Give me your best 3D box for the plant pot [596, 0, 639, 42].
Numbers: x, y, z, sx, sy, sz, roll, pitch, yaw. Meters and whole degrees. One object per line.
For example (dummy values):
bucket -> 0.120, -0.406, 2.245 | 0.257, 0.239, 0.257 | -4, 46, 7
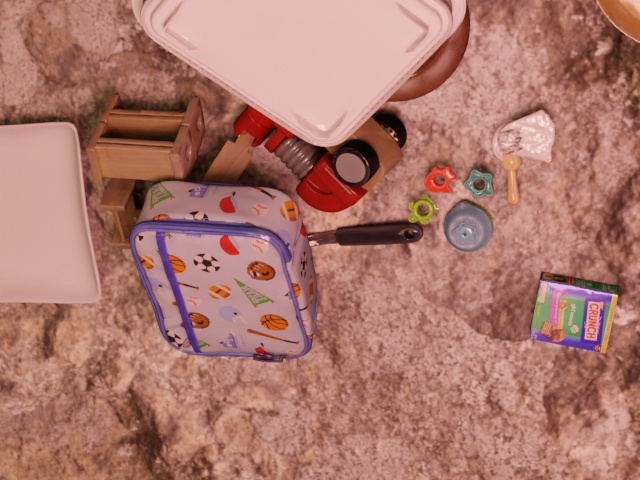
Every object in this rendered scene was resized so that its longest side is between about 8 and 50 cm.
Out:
plant pot -> 0.450, -0.353, 1.705 | 0.236, 0.032, 0.236 | 4, 110, 12

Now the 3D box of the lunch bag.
lunch bag -> -0.132, 0.052, 1.888 | 0.243, 0.115, 0.303 | 2, 139, 11

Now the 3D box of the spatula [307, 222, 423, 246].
spatula -> 0.000, 0.000, 1.936 | 0.296, 0.030, 0.084 | -7, 110, 15

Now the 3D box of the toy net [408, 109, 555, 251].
toy net -> 0.223, -0.092, 1.848 | 0.122, 0.045, 0.232 | 37, 112, 2

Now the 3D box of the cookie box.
cookie box -> 0.347, 0.099, 1.889 | 0.107, 0.040, 0.091 | 10, 111, 8

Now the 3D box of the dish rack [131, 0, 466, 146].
dish rack -> -0.028, -0.258, 1.600 | 0.333, 0.072, 0.285 | 33, 124, -22

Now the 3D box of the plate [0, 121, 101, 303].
plate -> -0.461, -0.042, 2.018 | 0.277, 0.045, 0.278 | -1, 109, 13

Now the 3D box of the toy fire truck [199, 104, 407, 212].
toy fire truck -> -0.044, -0.111, 1.859 | 0.217, 0.158, 0.246 | 46, 131, -1

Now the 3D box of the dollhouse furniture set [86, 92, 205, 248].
dollhouse furniture set -> -0.231, -0.095, 1.921 | 0.129, 0.129, 0.183 | 4, 135, 11

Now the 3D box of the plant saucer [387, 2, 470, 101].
plant saucer -> 0.096, -0.278, 1.780 | 0.199, 0.036, 0.198 | 0, 97, 0
